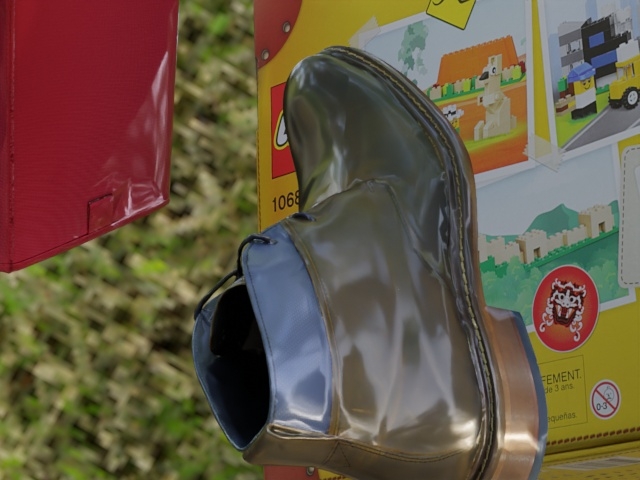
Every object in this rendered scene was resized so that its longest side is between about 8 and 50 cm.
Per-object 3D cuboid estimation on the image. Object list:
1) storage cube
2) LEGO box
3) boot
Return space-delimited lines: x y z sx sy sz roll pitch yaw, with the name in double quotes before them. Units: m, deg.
"storage cube" -0.223 -0.111 1.295 0.183 0.193 0.215 16 22 28
"LEGO box" 0.187 -0.040 1.168 0.193 0.372 0.500 11 -19 -41
"boot" 0.000 0.000 0.695 0.106 0.082 0.219 7 42 -31
